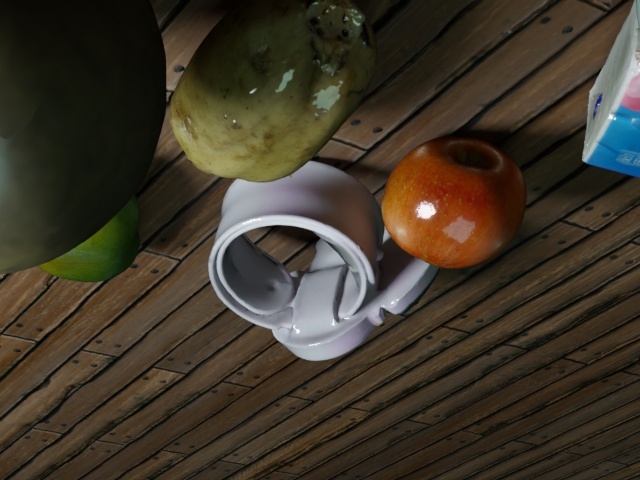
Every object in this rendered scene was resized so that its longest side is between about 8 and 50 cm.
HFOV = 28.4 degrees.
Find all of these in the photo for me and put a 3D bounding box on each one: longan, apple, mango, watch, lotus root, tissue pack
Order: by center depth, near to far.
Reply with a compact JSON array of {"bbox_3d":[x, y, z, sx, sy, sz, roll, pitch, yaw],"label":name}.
[{"bbox_3d":[-0.291,-0.145,1.008,0.361,0.361,0.361,-2,151,-1],"label":"longan"},{"bbox_3d":[-0.055,-0.146,1.253,0.160,0.146,0.284,31,142,-19],"label":"lotus root"},{"bbox_3d":[0.421,-0.127,1.286,0.269,0.137,0.209,12,156,0],"label":"tissue pack"},{"bbox_3d":[0.154,-0.047,1.441,0.163,0.163,0.139,6,136,-17],"label":"apple"},{"bbox_3d":[-0.288,-0.022,1.492,0.156,0.114,0.251,-13,163,-3],"label":"mango"},{"bbox_3d":[0.000,0.000,1.530,0.244,0.196,0.231,-18,126,24],"label":"watch"}]

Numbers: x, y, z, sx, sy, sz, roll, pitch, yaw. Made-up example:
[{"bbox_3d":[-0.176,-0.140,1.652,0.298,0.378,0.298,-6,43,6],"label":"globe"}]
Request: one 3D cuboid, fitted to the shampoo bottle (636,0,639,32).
[{"bbox_3d":[0.397,-0.149,1.082,0.222,0.349,0.151,-7,151,8],"label":"shampoo bottle"}]
